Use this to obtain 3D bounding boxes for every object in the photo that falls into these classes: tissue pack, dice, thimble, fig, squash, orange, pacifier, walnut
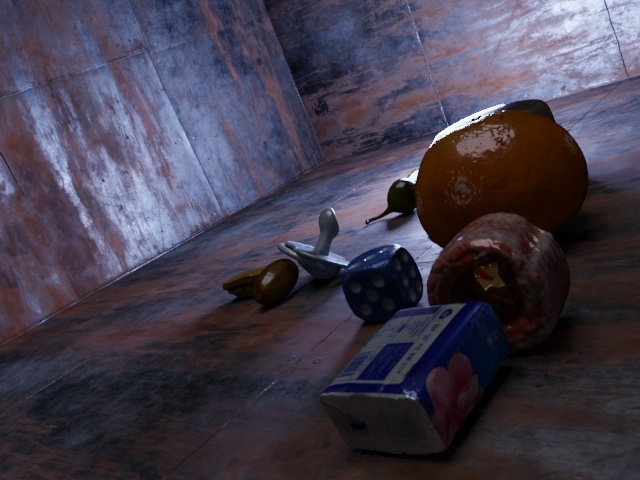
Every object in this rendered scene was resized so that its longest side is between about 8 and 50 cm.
[{"bbox_3d":[0.561,-0.283,2.166,0.387,0.267,0.277,-19,10,7],"label":"tissue pack"},{"bbox_3d":[0.145,0.099,1.596,0.146,0.143,0.146,-18,14,33],"label":"dice"},{"bbox_3d":[0.160,0.219,1.115,0.209,0.137,0.269,-10,21,41],"label":"tissue pack"},{"bbox_3d":[0.316,0.079,1.220,0.239,0.239,0.162,-12,16,39],"label":"thimble"},{"bbox_3d":[0.259,-0.123,2.455,0.236,0.124,0.124,-42,3,26],"label":"fig"},{"bbox_3d":[0.378,-0.243,2.759,0.069,0.069,0.258,-16,14,26],"label":"squash"},{"bbox_3d":[0.427,-0.145,1.673,0.424,0.326,0.424,-23,5,2],"label":"orange"},{"bbox_3d":[0.000,0.000,2.062,0.227,0.207,0.279,20,4,-16],"label":"pacifier"},{"bbox_3d":[-0.135,0.127,2.044,0.115,0.116,0.207,-13,23,34],"label":"walnut"}]

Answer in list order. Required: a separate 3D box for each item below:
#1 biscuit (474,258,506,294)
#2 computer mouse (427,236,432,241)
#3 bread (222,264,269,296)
[{"bbox_3d":[0.418,0.062,1.520,0.238,0.041,0.212,-31,14,-32],"label":"biscuit"},{"bbox_3d":[0.370,-0.048,1.919,0.172,0.099,0.057,-25,12,-3],"label":"computer mouse"},{"bbox_3d":[-0.210,0.131,2.196,0.200,0.077,0.116,-16,16,33],"label":"bread"}]
